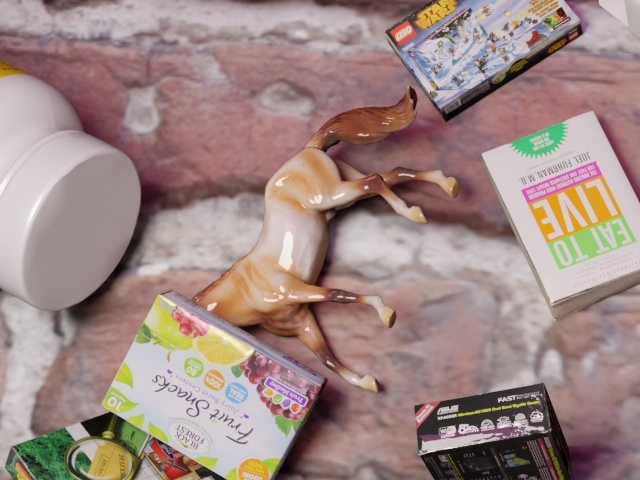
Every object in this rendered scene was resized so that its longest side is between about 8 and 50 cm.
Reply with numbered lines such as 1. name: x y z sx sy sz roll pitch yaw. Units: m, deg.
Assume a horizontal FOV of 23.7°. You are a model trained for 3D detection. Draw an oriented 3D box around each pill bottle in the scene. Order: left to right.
1. pill bottle: -0.320 -0.073 1.265 0.334 0.188 0.188 26 76 26

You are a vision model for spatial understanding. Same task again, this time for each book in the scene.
1. book: 0.196 -0.022 1.180 0.096 0.035 0.144 -22 61 1

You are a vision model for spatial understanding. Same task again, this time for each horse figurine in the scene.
1. horse figurine: 0.000 0.000 1.202 0.174 0.066 0.263 17 79 27

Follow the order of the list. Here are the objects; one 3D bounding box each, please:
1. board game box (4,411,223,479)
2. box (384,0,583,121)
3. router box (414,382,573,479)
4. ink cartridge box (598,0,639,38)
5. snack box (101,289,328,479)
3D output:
1. board game box: -0.104 0.227 1.109 0.136 0.030 0.260 -19 53 -40
2. box: 0.134 -0.173 1.266 0.137 0.027 0.094 -32 63 0
3. router box: 0.123 0.146 1.070 0.092 0.122 0.038 -11 59 12
4. ink cartridge box: 0.313 -0.185 1.199 0.104 0.061 0.181 -42 61 -5
5. snack box: -0.080 0.115 1.152 0.141 0.037 0.100 29 100 7
